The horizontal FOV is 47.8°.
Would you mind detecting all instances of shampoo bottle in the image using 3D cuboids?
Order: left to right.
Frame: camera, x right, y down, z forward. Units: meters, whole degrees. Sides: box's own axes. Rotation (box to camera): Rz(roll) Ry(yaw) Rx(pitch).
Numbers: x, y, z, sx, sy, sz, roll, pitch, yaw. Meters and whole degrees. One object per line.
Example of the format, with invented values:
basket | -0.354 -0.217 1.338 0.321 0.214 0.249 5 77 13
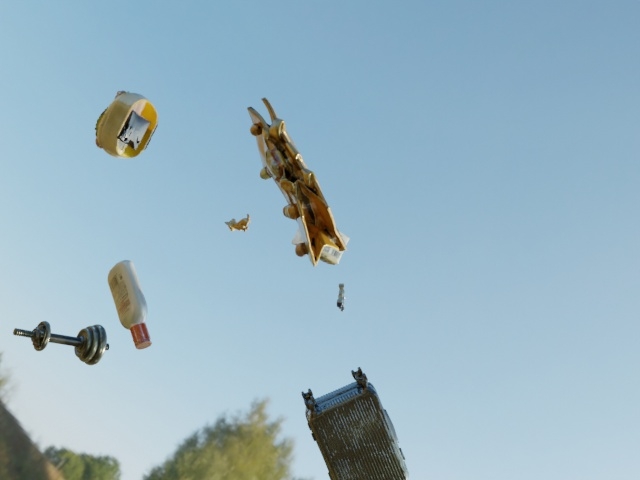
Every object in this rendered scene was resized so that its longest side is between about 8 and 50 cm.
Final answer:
shampoo bottle | -0.469 0.163 1.790 0.108 0.051 0.221 -42 -118 36

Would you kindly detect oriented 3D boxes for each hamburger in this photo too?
hamburger | -0.594 -0.353 2.217 0.116 0.210 0.173 24 -1 41

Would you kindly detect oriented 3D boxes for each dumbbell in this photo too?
dumbbell | -0.667 0.257 1.872 0.254 0.110 0.110 18 -11 -40

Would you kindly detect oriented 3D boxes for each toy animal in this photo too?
toy animal | -0.299 -0.066 2.616 0.083 0.060 0.081 18 -65 9

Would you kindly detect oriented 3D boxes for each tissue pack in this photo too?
tissue pack | 0.000 -0.001 2.360 0.148 0.106 0.099 32 -14 -26

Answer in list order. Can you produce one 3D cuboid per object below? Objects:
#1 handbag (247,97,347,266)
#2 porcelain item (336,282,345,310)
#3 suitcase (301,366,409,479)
handbag | -0.072 -0.153 1.872 0.283 0.133 0.401 75 -9 -59
porcelain item | 0.071 0.208 2.457 0.021 0.136 0.075 -2 -65 7
suitcase | 0.088 0.501 1.842 0.128 0.202 0.312 -157 -136 -82
